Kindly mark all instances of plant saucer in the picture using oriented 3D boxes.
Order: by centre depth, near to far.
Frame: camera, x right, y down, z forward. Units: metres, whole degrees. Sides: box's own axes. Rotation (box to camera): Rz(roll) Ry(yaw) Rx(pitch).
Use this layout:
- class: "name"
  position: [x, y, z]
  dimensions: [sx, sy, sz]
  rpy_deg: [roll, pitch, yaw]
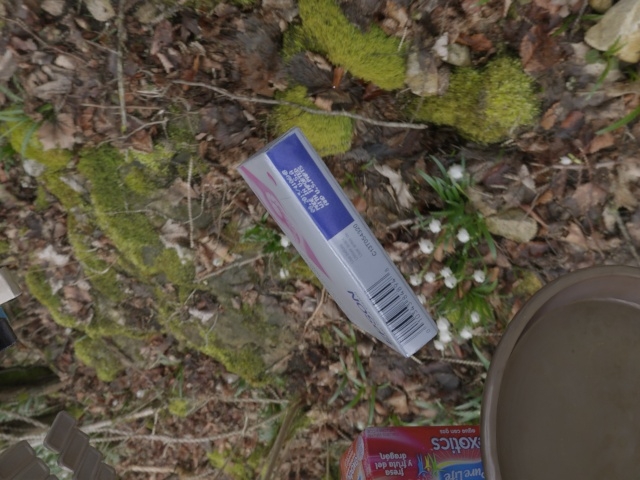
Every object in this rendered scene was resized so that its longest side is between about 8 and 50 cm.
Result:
- class: "plant saucer"
  position: [0.241, 0.157, 0.428]
  dimensions: [0.278, 0.041, 0.278]
  rpy_deg: [4, 72, -14]

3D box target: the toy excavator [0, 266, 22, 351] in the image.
- class: "toy excavator"
  position: [-0.792, 0.154, 1.161]
  dimensions: [0.445, 0.433, 0.222]
  rpy_deg: [-15, 107, 41]

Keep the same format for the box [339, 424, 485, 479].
- class: "box"
  position: [0.167, 0.324, 0.740]
  dimensions: [0.257, 0.123, 0.128]
  rpy_deg: [4, 142, -15]

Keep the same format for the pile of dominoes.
- class: "pile of dominoes"
  position: [-0.332, 0.372, 0.727]
  dimensions: [0.040, 0.196, 0.251]
  rpy_deg: [-33, 96, 21]

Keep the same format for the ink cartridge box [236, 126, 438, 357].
- class: "ink cartridge box"
  position: [0.000, 0.000, 0.844]
  dimensions: [0.071, 0.330, 0.324]
  rpy_deg: [-39, 101, -11]
